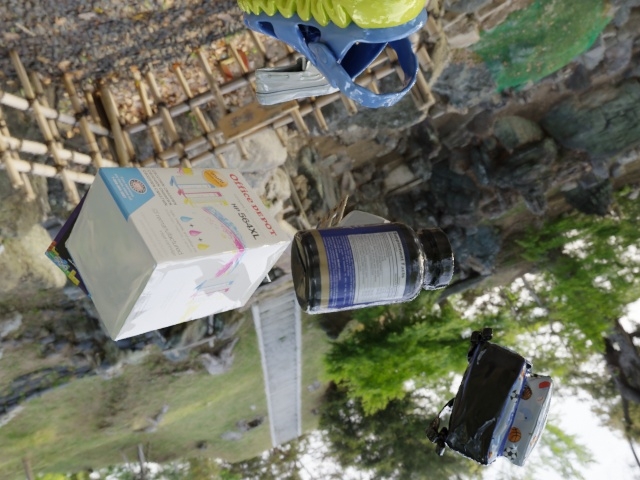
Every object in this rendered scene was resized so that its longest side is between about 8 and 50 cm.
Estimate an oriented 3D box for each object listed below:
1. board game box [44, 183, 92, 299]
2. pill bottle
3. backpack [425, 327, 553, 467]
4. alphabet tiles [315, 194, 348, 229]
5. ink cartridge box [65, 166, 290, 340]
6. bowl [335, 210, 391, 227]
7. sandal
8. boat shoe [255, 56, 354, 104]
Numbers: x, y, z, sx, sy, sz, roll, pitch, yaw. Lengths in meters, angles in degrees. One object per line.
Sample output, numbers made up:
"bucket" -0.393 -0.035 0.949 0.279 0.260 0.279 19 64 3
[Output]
"board game box" -0.297 0.019 0.749 0.141 0.170 0.048 -51 170 8
"pill bottle" 0.074 0.036 0.750 0.219 0.122 0.123 -5 169 -14
"backpack" 0.388 0.350 1.119 0.276 0.213 0.263 -65 158 0
"alphabet tiles" 0.000 0.000 1.438 0.009 0.198 0.237 25 150 -14
"ink cartridge box" -0.104 0.002 0.409 0.143 0.092 0.090 -11 147 -50
"bowl" 0.092 -0.014 1.180 0.142 0.053 0.142 20 -128 31
"sandal" 0.006 -0.237 0.589 0.126 0.138 0.317 -30 -142 -15
"boat shoe" -0.028 -0.344 1.066 0.226 0.075 0.083 -22 -143 -22
